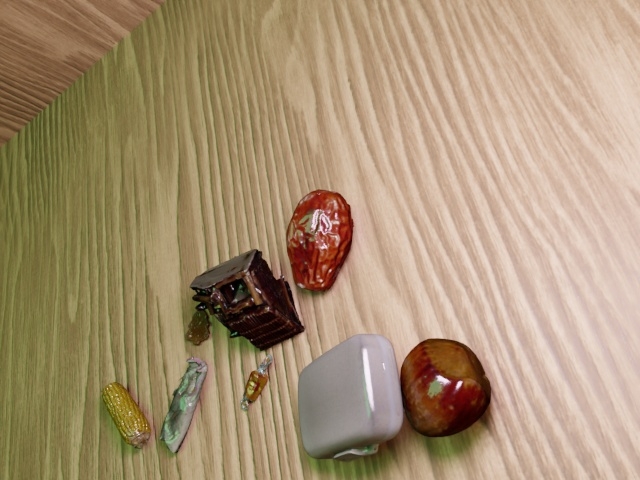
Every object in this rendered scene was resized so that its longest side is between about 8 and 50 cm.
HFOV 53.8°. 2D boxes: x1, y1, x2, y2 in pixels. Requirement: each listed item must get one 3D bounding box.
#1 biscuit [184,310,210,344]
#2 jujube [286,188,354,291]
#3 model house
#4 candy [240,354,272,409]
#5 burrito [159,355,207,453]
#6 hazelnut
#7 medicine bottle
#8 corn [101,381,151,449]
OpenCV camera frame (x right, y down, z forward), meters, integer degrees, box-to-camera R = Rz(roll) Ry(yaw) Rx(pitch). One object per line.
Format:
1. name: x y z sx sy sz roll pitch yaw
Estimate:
1. biscuit: -0.406 0.287 2.120 0.119 0.019 0.130 -8 68 37
2. jujube: 0.000 0.000 1.810 0.197 0.197 0.290 14 96 41
3. model house: -0.228 0.211 1.867 0.317 0.297 0.282 -24 103 24
4. candy: -0.193 0.424 1.878 0.053 0.046 0.182 31 95 43
5. burrito: -0.436 0.525 2.018 0.096 0.066 0.309 16 85 39
6. hazelnut: 0.267 0.328 1.430 0.218 0.234 0.218 4 104 15
7. medicine bottle: 0.061 0.391 1.554 0.375 0.123 0.282 -44 47 51
8. corn: -0.666 0.590 2.159 0.293 0.106 0.106 39 98 44
